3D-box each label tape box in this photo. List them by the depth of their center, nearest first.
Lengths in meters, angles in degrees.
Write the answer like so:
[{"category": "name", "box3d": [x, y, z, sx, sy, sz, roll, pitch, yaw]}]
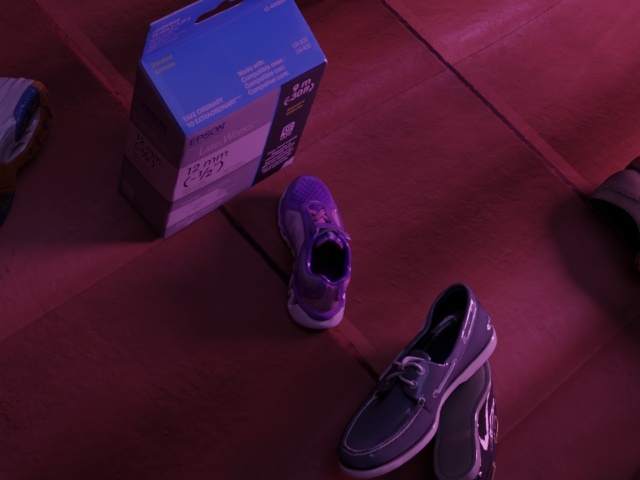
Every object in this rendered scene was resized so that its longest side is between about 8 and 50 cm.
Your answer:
[{"category": "label tape box", "box3d": [-0.124, -0.184, 1.634, 0.249, 0.347, 0.115, -32, 72, -31]}]

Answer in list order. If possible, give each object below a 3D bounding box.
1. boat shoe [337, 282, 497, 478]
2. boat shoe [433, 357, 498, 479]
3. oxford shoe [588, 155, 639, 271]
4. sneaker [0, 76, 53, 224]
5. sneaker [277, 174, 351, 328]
[{"category": "boat shoe", "box3d": [0.118, 0.176, 1.601, 0.116, 0.099, 0.319, 11, 42, 40]}, {"category": "boat shoe", "box3d": [0.195, 0.246, 1.629, 0.068, 0.081, 0.228, 56, 32, -33]}, {"category": "oxford shoe", "box3d": [0.542, 0.035, 1.855, 0.130, 0.123, 0.348, -30, 64, -14]}, {"category": "sneaker", "box3d": [-0.473, -0.101, 1.641, 0.131, 0.112, 0.296, 13, 52, 12]}, {"category": "sneaker", "box3d": [0.000, 0.000, 1.704, 0.095, 0.104, 0.236, 2, 57, -14]}]
